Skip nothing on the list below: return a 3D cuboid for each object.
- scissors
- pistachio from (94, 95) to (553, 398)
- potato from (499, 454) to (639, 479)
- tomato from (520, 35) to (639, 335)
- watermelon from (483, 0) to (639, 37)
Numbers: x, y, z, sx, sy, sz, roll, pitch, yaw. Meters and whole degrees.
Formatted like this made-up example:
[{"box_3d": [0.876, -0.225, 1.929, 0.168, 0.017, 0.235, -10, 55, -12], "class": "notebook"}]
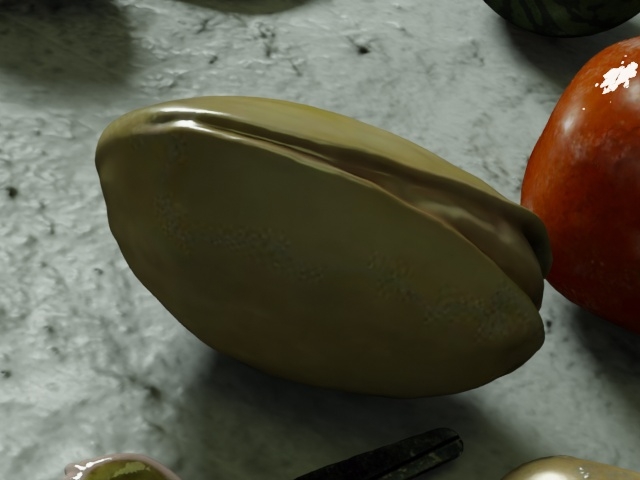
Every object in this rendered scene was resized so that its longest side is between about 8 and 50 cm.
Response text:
[{"box_3d": [-0.041, 0.160, 0.826, 0.317, 0.024, 0.160, -15, 47, -33], "class": "scissors"}, {"box_3d": [0.000, 0.000, 0.906, 0.293, 0.181, 0.162, 23, 55, -3], "class": "pistachio"}, {"box_3d": [0.146, 0.171, 0.820, 0.147, 0.112, 0.112, 11, 39, -11], "class": "potato"}, {"box_3d": [0.251, -0.029, 1.010, 0.232, 0.232, 0.188, 23, 53, 8], "class": "tomato"}, {"box_3d": [0.222, -0.284, 1.307, 0.212, 0.212, 0.212, 10, 39, -8], "class": "watermelon"}]
